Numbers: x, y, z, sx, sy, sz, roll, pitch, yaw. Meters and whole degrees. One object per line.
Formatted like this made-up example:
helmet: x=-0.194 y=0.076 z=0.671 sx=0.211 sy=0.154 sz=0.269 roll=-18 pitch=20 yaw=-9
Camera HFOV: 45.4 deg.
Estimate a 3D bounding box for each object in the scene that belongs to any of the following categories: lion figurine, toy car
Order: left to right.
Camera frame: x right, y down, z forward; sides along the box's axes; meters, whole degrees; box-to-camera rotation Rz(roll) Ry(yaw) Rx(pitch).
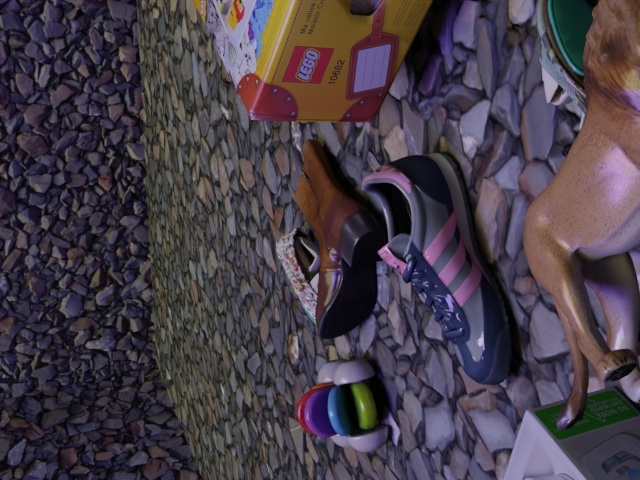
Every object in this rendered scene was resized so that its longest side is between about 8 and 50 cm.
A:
toy car: x=0.029 y=0.299 z=1.366 sx=0.182 sy=0.136 sz=0.159 roll=160 pitch=99 yaw=-67
lion figurine: x=0.238 y=-0.038 z=0.602 sx=0.240 sy=0.142 sz=0.392 roll=67 pitch=147 yaw=35

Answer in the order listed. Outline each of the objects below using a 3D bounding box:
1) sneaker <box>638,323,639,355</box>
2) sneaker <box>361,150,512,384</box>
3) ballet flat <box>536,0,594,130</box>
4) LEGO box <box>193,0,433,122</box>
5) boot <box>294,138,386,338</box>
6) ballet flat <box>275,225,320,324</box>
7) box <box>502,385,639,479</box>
sneaker: x=0.318 y=0.040 z=0.677 sx=0.074 sy=0.063 sz=0.170 roll=65 pitch=148 yaw=30
sneaker: x=0.142 y=0.043 z=0.995 sx=0.112 sy=0.131 sz=0.318 roll=133 pitch=123 yaw=-62
ballet flat: x=0.260 y=-0.137 z=0.723 sx=0.221 sy=0.077 sz=0.079 roll=63 pitch=156 yaw=25
LEGO box: x=0.009 y=-0.451 z=0.918 sx=0.372 sy=0.193 sz=0.500 roll=63 pitch=144 yaw=34
boot: x=0.000 y=0.000 z=1.357 sx=0.280 sy=0.096 sz=0.264 roll=-124 pitch=32 yaw=-45
ballet flat: x=-0.017 y=0.066 z=1.451 sx=0.077 sy=0.091 sz=0.241 roll=-54 pitch=51 yaw=28
box: x=0.296 y=0.328 z=0.778 sx=0.231 sy=0.127 sz=0.261 roll=-126 pitch=34 yaw=-48
